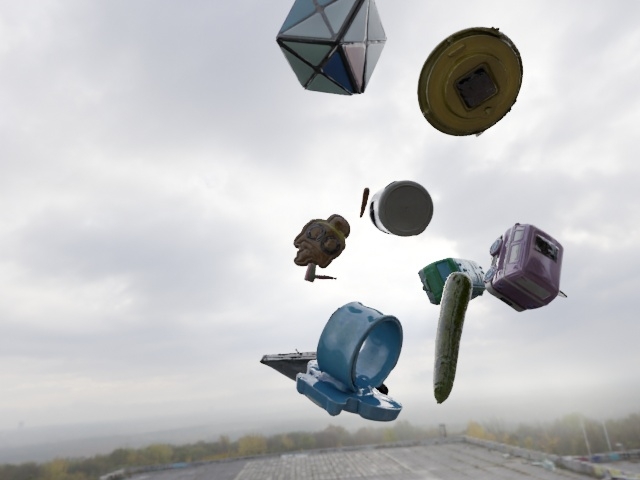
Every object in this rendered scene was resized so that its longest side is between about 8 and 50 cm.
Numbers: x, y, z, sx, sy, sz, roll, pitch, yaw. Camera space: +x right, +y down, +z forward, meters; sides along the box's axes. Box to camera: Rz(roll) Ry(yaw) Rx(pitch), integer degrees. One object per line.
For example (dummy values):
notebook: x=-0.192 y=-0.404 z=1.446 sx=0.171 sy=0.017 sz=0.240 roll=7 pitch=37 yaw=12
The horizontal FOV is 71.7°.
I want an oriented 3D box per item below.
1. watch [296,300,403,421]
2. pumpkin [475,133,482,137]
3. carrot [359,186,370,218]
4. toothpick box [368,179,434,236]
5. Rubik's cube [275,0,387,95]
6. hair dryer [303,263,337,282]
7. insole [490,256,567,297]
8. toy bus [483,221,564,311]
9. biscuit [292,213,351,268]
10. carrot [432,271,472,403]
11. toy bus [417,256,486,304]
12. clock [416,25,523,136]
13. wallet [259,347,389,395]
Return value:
watch: x=0.069 y=0.220 z=0.849 sx=0.210 sy=0.193 sz=0.211 roll=18 pitch=0 yaw=0
pumpkin: x=0.673 y=-0.468 z=1.875 sx=0.050 sy=0.028 sz=0.083 roll=-35 pitch=-13 yaw=12
carrot: x=0.207 y=-0.176 z=2.089 sx=0.035 sy=0.036 sz=0.165 roll=1 pitch=-63 yaw=-16
toothpick box: x=0.308 y=-0.127 z=1.738 sx=0.228 sy=0.229 sz=0.316 roll=-4 pitch=3 yaw=-3
Rubik's cube: x=0.043 y=-0.649 z=1.437 sx=0.246 sy=0.249 sz=0.250 roll=17 pitch=-17 yaw=28
hair dryer: x=0.006 y=0.161 z=2.095 sx=0.154 sy=0.106 sz=0.054 roll=18 pitch=-9 yaw=-7
insole: x=0.737 y=0.133 z=1.562 sx=0.348 sy=0.009 sz=0.119 roll=27 pitch=-4 yaw=-21
toy bus: x=0.517 y=0.060 z=1.116 sx=0.141 sy=0.203 sz=0.142 roll=31 pitch=-35 yaw=-3
biscuit: x=0.000 y=0.000 z=1.849 sx=0.290 sy=0.208 sz=0.041 roll=-44 pitch=-22 yaw=-13
carrot: x=0.333 y=0.242 z=1.141 sx=0.074 sy=0.359 sz=0.074 roll=16 pitch=-29 yaw=9
toy bus: x=0.611 y=0.180 z=1.995 sx=0.199 sy=0.184 sz=0.343 roll=-36 pitch=-27 yaw=33
clock: x=0.328 y=-0.332 z=0.956 sx=0.236 sy=0.057 sz=0.237 roll=0 pitch=-60 yaw=-1
wallet: x=-0.003 y=0.343 z=1.156 sx=0.190 sy=0.046 sz=0.379 roll=37 pitch=-29 yaw=-21
